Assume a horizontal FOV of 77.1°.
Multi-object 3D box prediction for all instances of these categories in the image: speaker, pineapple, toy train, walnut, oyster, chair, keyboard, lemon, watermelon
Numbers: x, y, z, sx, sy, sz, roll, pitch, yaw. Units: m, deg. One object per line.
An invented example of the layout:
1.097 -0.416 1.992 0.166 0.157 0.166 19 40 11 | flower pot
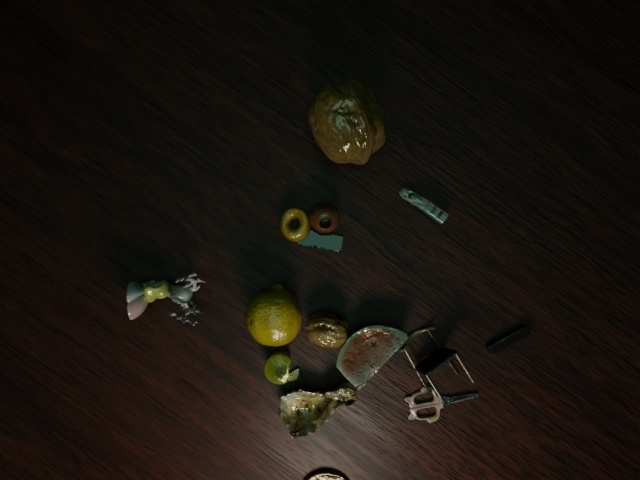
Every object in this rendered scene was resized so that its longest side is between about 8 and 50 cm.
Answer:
0.820 0.433 1.755 0.191 0.040 0.046 -28 92 -1 | speaker
-0.119 0.596 1.764 0.083 0.019 0.045 -32 84 0 | pineapple
0.447 -0.158 1.755 0.234 0.051 0.052 36 86 0 | toy train
0.115 -0.474 1.647 0.306 0.306 0.343 -24 96 0 | walnut
0.023 0.378 1.703 0.184 0.155 0.155 10 89 -1 | walnut
-0.010 0.689 1.707 0.337 0.133 0.197 -24 87 -3 | oyster
0.481 0.512 1.684 0.188 0.166 0.272 -32 87 -10 | chair
0.000 0.000 1.773 0.197 0.015 0.074 10 86 0 | keyboard
-0.193 0.308 1.665 0.229 0.228 0.253 -11 83 0 | lemon
0.223 0.477 1.683 0.305 0.180 0.224 -42 117 -9 | watermelon

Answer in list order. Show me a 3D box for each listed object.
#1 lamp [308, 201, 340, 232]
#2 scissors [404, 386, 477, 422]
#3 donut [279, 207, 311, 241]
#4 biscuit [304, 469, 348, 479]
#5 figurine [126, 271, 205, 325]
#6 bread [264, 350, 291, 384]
0.017 -0.099 1.716 0.137 0.136 0.136 0 89 0 | lamp
0.533 0.708 1.760 0.318 0.024 0.160 -10 88 0 | scissors
-0.112 -0.072 1.745 0.152 0.058 0.151 -1 84 7 | donut
0.047 1.096 1.752 0.176 0.031 0.228 -41 91 0 | biscuit
-0.625 0.243 1.651 0.316 0.284 0.206 -8 91 -12 | figurine
-0.181 0.536 1.715 0.111 0.114 0.129 17 90 1 | bread
